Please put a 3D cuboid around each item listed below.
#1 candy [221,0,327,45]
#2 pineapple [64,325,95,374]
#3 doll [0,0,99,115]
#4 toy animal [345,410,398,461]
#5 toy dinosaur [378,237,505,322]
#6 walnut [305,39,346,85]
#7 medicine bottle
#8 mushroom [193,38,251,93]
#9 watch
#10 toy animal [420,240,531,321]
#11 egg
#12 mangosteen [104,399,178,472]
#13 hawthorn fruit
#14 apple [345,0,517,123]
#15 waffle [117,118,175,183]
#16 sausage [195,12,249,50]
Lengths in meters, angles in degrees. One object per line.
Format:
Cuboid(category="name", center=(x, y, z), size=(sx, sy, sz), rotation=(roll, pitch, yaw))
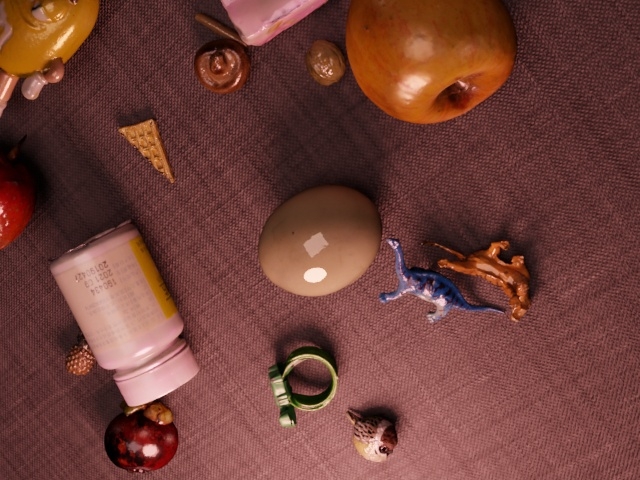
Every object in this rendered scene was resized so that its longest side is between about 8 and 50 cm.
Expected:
Cuboid(category="candy", center=(-0.066, -0.512, 1.621), size=(0.265, 0.116, 0.155), rotation=(-29, 96, 22))
Cuboid(category="pineapple", center=(-0.573, 0.248, 2.020), size=(0.074, 0.074, 0.159), rotation=(22, 102, 10))
Cuboid(category="doll", center=(-0.658, -0.452, 1.805), size=(0.348, 0.161, 0.423), rotation=(31, 104, 24))
Cuboid(category="toy animal", center=(0.116, 0.424, 1.850), size=(0.098, 0.098, 0.137), rotation=(-40, 70, 22))
Cuboid(category="toy dinosaur", center=(0.217, 0.099, 1.708), size=(0.329, 0.076, 0.144), rotation=(33, 137, -24))
Cuboid(category="walnut", center=(0.010, -0.357, 1.662), size=(0.092, 0.092, 0.092), rotation=(5, 106, 16))
Cuboid(category="medicine bottle", center=(-0.438, 0.165, 1.874), size=(0.214, 0.213, 0.378), rotation=(-21, 98, 21))
Cuboid(category="mushroom", center=(-0.203, -0.364, 1.723), size=(0.126, 0.085, 0.109), rotation=(4, 147, 16))
Cuboid(category="watch", center=(-0.031, 0.325, 1.860), size=(0.152, 0.131, 0.165), rotation=(-17, 96, 2))
Cuboid(category="toy animal", center=(0.326, 0.051, 1.685), size=(0.255, 0.116, 0.114), rotation=(31, 81, 12))
Cuboid(category="egg", center=(0.000, 0.000, 1.694), size=(0.269, 0.219, 0.219), rotation=(-24, 97, 25))
Cuboid(category="mangosteen", center=(-0.427, 0.457, 1.989), size=(0.200, 0.200, 0.199), rotation=(5, 106, 16))
Cuboid(category="hawthorn fruit", center=(-0.763, -0.122, 1.899), size=(0.254, 0.254, 0.300), rotation=(37, 85, 4))
Cuboid(category="apple", center=(0.192, -0.367, 1.503), size=(0.299, 0.299, 0.275), rotation=(-32, 63, 22))
Cuboid(category="waffle", center=(-0.389, -0.192, 1.860), size=(0.097, 0.023, 0.152), rotation=(-14, 102, 21))
Cuboid(category="sausage", center=(-0.205, -0.439, 1.734), size=(0.132, 0.024, 0.024), rotation=(33, 112, 5))
